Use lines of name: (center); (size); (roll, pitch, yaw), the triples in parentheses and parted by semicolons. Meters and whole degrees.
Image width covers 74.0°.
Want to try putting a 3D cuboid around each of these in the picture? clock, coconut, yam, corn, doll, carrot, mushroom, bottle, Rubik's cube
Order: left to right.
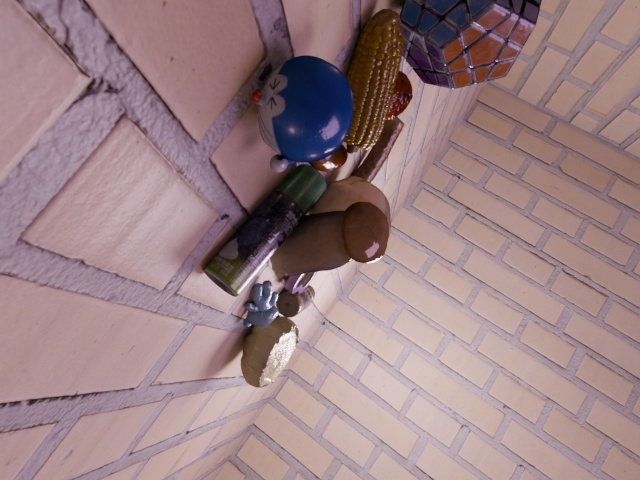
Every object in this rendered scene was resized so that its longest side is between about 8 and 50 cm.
doll: (-0.182, 0.187, 1.294); (0.120, 0.075, 0.179); (-10, 123, -19)
bottle: (-0.113, -0.030, 0.937); (0.330, 0.093, 0.093); (-51, 166, -21)
bottle: (-0.086, 0.216, 1.630); (0.209, 0.097, 0.110); (-21, 110, -70)
clock: (-0.061, 0.103, 1.503); (0.172, 0.064, 0.198); (-57, 167, 3)
doll: (-0.029, -0.215, 0.730); (0.257, 0.161, 0.215); (176, -66, -86)
mushroom: (-0.008, 0.004, 0.999); (0.154, 0.137, 0.407); (-30, -170, -29)
carrot: (0.020, -0.205, 1.022); (0.087, 0.087, 0.193); (-59, 166, 12)
coconut: (0.086, -0.057, 1.293); (0.259, 0.259, 0.259); (-52, 166, -18)
corn: (0.107, -0.340, 0.952); (0.119, 0.119, 0.322); (-43, 152, -46)
yam: (0.173, -0.265, 1.461); (0.356, 0.081, 0.081); (-61, 166, 11)
Rubik's cube: (0.313, -0.491, 0.924); (0.264, 0.319, 0.319); (-12, 135, -54)

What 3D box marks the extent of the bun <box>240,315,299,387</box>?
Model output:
bun: (-0.189, 0.373, 1.492); (0.259, 0.152, 0.259); (-49, 152, -36)

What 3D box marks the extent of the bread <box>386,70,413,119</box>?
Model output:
bread: (0.173, -0.389, 1.119); (0.269, 0.095, 0.139); (-15, 130, -65)
